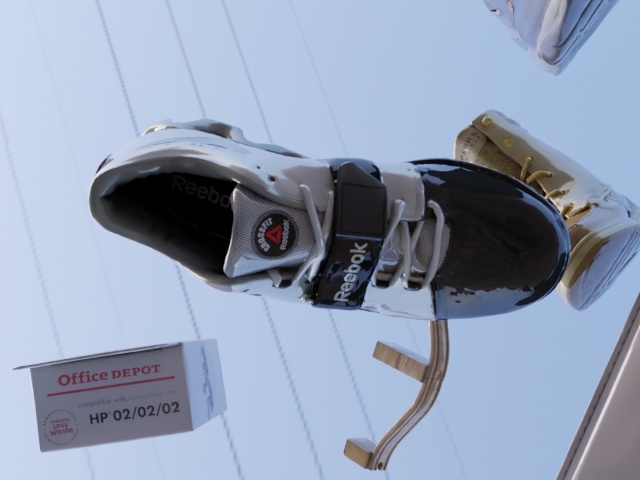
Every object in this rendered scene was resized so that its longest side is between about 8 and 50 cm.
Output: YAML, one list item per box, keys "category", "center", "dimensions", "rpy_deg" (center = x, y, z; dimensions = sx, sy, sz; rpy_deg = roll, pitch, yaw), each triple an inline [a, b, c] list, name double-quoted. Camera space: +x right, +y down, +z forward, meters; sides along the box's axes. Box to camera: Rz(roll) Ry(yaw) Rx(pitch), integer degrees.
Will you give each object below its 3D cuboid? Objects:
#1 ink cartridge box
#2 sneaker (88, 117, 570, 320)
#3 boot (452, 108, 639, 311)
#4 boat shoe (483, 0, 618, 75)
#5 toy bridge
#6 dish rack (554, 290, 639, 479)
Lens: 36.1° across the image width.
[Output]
- category: "ink cartridge box"
  center: [-0.132, 0.105, 0.684]
  dimensions: [0.104, 0.181, 0.061]
  rpy_deg: [-9, -95, 3]
- category: "sneaker"
  center: [0.000, 0.000, 0.662]
  dimensions: [0.330, 0.146, 0.122]
  rpy_deg: [10, -74, 10]
- category: "boot"
  center: [0.204, -0.039, 0.928]
  dimensions: [0.203, 0.262, 0.095]
  rpy_deg: [38, -65, 17]
- category: "boat shoe"
  center: [0.175, -0.220, 0.795]
  dimensions: [0.130, 0.355, 0.132]
  rpy_deg: [38, -85, 8]
- category: "toy bridge"
  center: [0.072, 0.098, 0.791]
  dimensions: [0.063, 0.026, 0.188]
  rpy_deg: [23, -82, 47]
- category: "dish rack"
  center: [0.299, 0.176, 0.692]
  dimensions: [0.285, 0.072, 0.333]
  rpy_deg: [21, -97, 41]
